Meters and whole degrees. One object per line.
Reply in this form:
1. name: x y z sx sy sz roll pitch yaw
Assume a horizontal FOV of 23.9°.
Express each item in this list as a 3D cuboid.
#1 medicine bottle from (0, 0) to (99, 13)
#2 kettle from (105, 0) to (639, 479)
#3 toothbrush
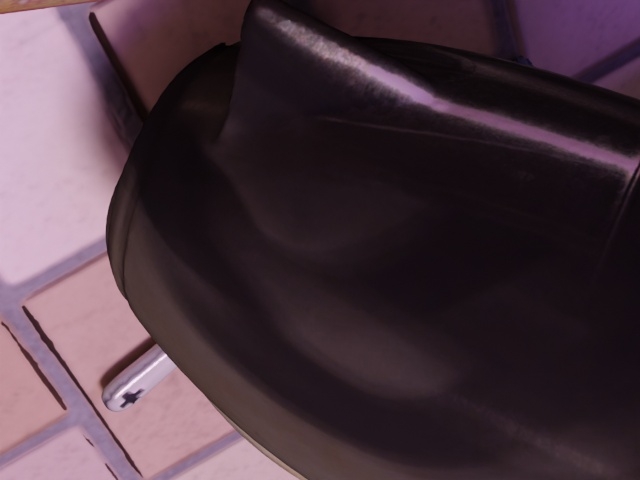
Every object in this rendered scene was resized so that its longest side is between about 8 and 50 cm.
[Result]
1. medicine bottle: -0.011 -0.157 0.622 0.426 0.108 0.108 -11 134 -22
2. kettle: 0.052 0.046 0.715 0.228 0.324 0.321 -55 162 -35
3. toothbrush: 0.001 0.001 0.829 0.304 0.030 0.030 -38 139 4
